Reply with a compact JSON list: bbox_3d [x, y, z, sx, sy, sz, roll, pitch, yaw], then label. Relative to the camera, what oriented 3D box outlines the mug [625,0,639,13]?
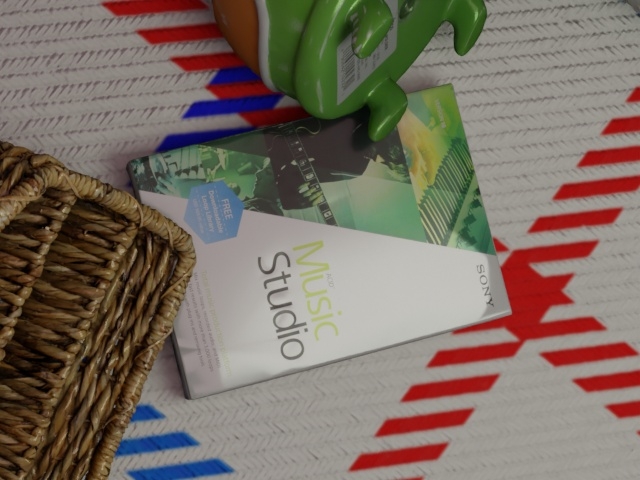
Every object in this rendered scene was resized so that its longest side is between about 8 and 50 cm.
[{"bbox_3d":[0.387,-0.363,1.629,0.276,0.328,0.374,-8,87,-11],"label":"mug"}]

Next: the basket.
[{"bbox_3d":[-0.269,0.075,1.518,0.223,0.213,0.299,23,82,13],"label":"basket"}]

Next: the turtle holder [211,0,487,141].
[{"bbox_3d":[0.032,-0.277,1.608,0.227,0.243,0.320,34,94,20],"label":"turtle holder"}]

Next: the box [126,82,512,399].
[{"bbox_3d":[0.000,0.000,1.675,0.322,0.058,0.232,-15,89,-11],"label":"box"}]
